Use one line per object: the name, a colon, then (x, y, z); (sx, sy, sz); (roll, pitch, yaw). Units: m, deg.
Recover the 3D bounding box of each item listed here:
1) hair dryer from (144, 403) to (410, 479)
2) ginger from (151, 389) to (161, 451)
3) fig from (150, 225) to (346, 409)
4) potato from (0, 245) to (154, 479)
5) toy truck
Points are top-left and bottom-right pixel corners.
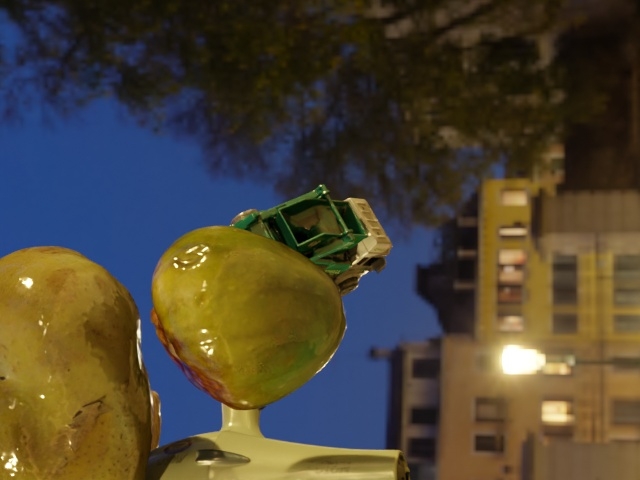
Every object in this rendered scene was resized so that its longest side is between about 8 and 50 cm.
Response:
hair dryer: (-0.026, 0.205, 1.476); (0.298, 0.296, 0.119); (-61, -32, -28)
ginger: (-0.319, 0.327, 2.228); (0.157, 0.102, 0.216); (70, -152, -60)
fig: (-0.071, 0.073, 1.318); (0.181, 0.191, 0.181); (177, 90, -74)
potato: (-0.274, 0.181, 1.391); (0.202, 0.218, 0.350); (3, -100, -76)
toy truck: (0.000, 0.000, 1.560); (0.216, 0.116, 0.110); (3, -126, -59)
